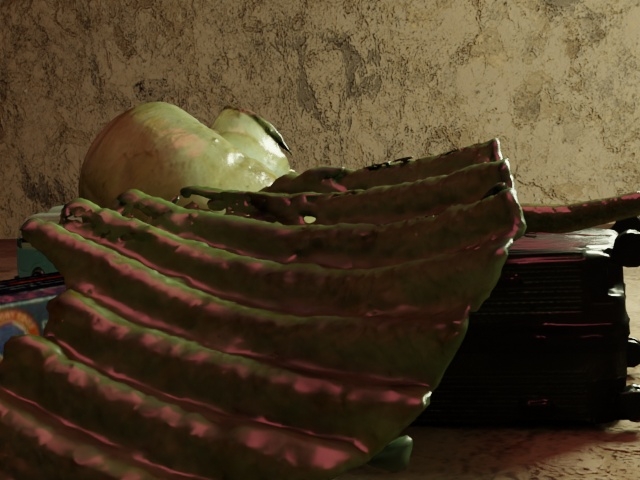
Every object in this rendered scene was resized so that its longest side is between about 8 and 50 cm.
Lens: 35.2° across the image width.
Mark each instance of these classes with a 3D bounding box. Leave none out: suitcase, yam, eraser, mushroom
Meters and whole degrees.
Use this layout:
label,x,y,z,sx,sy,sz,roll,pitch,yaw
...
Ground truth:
label,x,y,z,sx,sy,sz,roll,pitch,yaw
suitcase,0.112,0.063,0.885,0.335,0.152,0.229,-2,4,16
yam,0.163,-0.017,0.765,0.234,0.027,0.029,-5,5,30
eraser,-0.350,0.097,1.100,0.332,0.101,0.155,-8,8,-39
mushroom,-0.142,-0.029,1.277,0.260,0.352,0.352,-52,26,-19

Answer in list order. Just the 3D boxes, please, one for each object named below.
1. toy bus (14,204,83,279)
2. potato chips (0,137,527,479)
label,x,y,z,sx,sy,sz,roll,pitch,yaw
toy bus,-0.450,0.015,1.874,0.271,0.164,0.133,0,6,41
potato chips,-0.044,0.029,0.716,0.390,0.097,0.373,-9,35,16
